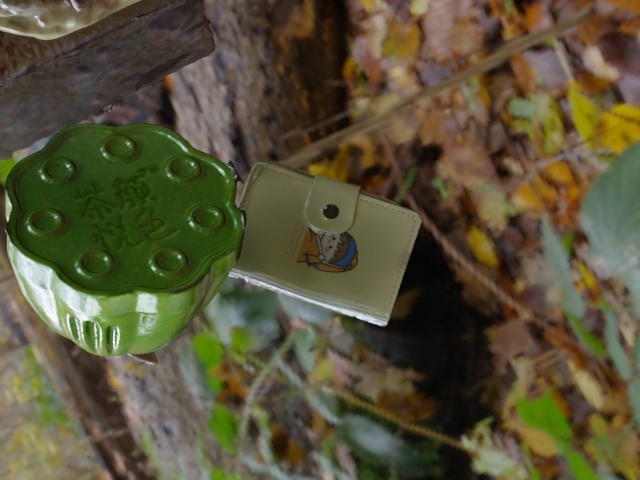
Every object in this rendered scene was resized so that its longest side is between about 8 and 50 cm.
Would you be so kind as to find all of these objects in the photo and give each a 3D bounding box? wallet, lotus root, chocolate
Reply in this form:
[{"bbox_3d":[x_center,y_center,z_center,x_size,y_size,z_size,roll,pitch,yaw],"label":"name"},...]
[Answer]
[{"bbox_3d":[0.000,0.000,1.143,0.039,0.155,0.110,88,-159,-81],"label":"wallet"},{"bbox_3d":[-0.154,0.025,1.032,0.186,0.186,0.186,60,168,22],"label":"lotus root"},{"bbox_3d":[-0.253,-0.147,1.090,0.112,0.321,0.112,57,171,24],"label":"chocolate"}]

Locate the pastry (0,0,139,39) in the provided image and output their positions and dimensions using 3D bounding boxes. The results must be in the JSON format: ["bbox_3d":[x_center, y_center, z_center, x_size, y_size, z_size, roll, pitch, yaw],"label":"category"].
[{"bbox_3d":[-0.174,-0.278,0.879,0.256,0.236,0.170,64,176,-13],"label":"pastry"}]

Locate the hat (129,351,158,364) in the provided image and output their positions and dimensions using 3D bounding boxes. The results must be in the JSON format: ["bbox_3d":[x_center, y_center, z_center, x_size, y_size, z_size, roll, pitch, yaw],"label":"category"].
[{"bbox_3d":[-0.200,0.037,1.477,0.173,0.144,0.166,47,170,-1],"label":"hat"}]
